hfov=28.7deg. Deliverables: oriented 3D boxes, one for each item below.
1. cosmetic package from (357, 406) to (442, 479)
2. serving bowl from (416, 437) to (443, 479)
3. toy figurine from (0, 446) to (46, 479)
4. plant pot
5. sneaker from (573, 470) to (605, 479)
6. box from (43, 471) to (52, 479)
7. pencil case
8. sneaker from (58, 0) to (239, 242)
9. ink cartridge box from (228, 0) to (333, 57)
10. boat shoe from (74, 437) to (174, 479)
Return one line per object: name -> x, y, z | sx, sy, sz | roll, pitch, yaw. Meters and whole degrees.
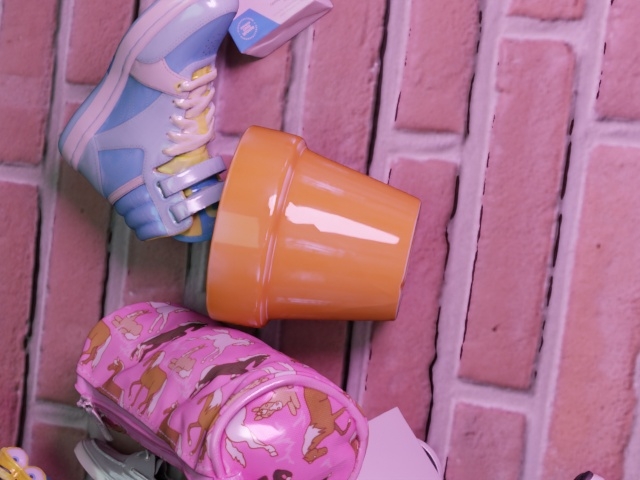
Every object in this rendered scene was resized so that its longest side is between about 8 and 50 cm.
cosmetic package -> 0.029, 0.329, 1.283 | 0.224, 0.138, 0.225 | -38, 79, 31
serving bowl -> 0.096, 0.245, 1.327 | 0.083, 0.027, 0.083 | 6, 101, 31
toy figurine -> -0.412, 0.347, 1.370 | 0.362, 0.217, 0.191 | 46, 107, 15
plant pot -> 0.000, 0.000, 1.281 | 0.187, 0.205, 0.205 | 12, 96, 6
sneaker -> 0.241, 0.368, 1.241 | 0.108, 0.100, 0.272 | 29, 102, 13
box -> -0.385, 0.404, 1.510 | 0.100, 0.060, 0.244 | 43, 106, 15
pencil case -> -0.110, 0.166, 1.241 | 0.386, 0.160, 0.167 | 14, 74, 59
sneaker -> -0.137, -0.122, 1.340 | 0.208, 0.127, 0.319 | 52, 132, 9
ink cartridge box -> -0.078, -0.303, 1.362 | 0.104, 0.060, 0.180 | -33, 80, 20
boat shoe -> -0.198, 0.275, 1.432 | 0.184, 0.066, 0.063 | 36, 93, 18
